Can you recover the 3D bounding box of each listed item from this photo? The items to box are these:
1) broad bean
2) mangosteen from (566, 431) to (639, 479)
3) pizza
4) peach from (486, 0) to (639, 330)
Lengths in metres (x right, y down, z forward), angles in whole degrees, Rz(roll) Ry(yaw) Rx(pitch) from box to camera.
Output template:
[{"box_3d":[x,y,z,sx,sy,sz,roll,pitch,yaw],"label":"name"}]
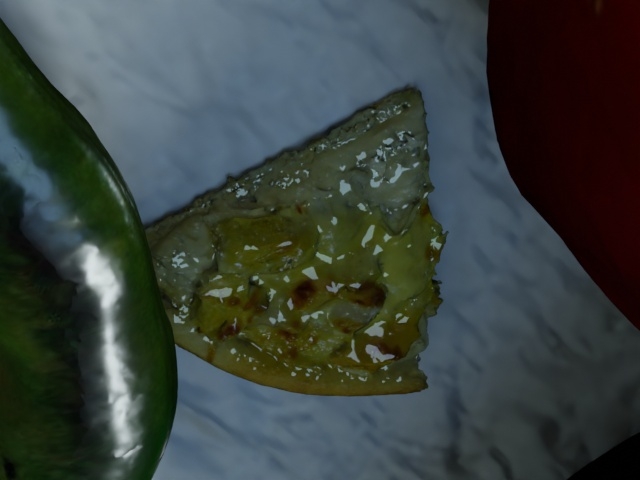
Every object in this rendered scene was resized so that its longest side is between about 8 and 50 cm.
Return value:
[{"box_3d":[-0.111,0.030,0.533,0.144,0.049,0.292,3,123,-9],"label":"broad bean"},{"box_3d":[0.182,0.178,0.561,0.307,0.307,0.347,-8,157,-14],"label":"mangosteen"},{"box_3d":[0.000,0.000,0.570,0.123,0.026,0.108,19,111,-28],"label":"pizza"},{"box_3d":[0.165,-0.060,0.471,0.243,0.199,0.243,-8,146,-5],"label":"peach"}]
